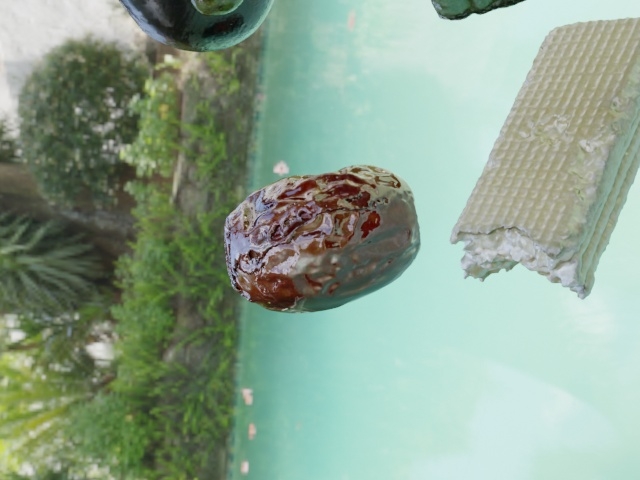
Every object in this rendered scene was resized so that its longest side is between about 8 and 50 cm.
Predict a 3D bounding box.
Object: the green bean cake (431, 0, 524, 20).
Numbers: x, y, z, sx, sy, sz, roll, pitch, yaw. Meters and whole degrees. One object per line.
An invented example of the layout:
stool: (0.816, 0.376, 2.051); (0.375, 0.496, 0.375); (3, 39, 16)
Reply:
green bean cake: (0.254, -0.455, 1.298); (0.132, 0.241, 0.255); (49, -150, -65)

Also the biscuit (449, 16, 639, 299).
biscuit: (0.189, -0.070, 0.691); (0.108, 0.062, 0.239); (7, 62, 45)

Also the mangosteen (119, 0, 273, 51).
mangosteen: (-0.140, -0.337, 1.052); (0.216, 0.216, 0.216); (-176, 90, -83)

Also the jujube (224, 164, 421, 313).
jujube: (0.000, 0.000, 1.132); (0.183, 0.243, 0.183); (170, 90, -87)
